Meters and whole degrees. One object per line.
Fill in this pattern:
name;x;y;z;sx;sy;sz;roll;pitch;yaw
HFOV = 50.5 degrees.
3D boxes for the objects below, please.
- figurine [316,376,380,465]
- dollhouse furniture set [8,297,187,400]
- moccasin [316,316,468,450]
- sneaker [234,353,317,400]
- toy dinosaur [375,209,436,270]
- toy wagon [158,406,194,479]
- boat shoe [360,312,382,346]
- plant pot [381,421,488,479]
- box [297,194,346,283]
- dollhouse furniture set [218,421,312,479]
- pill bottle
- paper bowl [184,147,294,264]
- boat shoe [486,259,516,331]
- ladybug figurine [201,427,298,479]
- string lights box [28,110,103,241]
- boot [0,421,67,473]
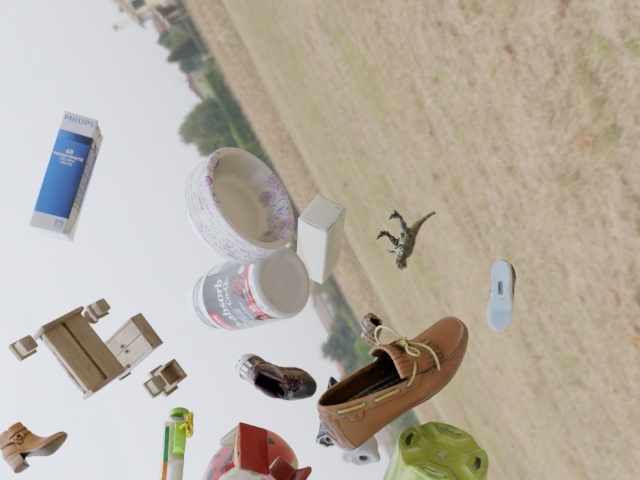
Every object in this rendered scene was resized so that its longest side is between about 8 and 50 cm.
figurine;0.092;0.537;2.031;0.215;0.092;0.209;37;-142;-24
dollhouse furniture set;-0.559;0.333;1.664;0.303;0.174;0.355;51;-151;3
moccasin;0.152;0.265;1.399;0.139;0.380;0.146;30;144;59
sneaker;-0.103;0.423;1.948;0.281;0.106;0.162;24;180;-31
toy dinosaur;0.240;-0.019;1.997;0.118;0.268;0.064;32;144;2
toy wagon;-0.366;0.553;1.705;0.267;0.068;0.344;-101;20;-49
boat shoe;0.160;0.254;2.025;0.064;0.060;0.178;33;-165;-5
plant pot;0.225;0.521;1.372;0.276;0.276;0.253;-122;37;-60
box;0.000;0.000;2.478;0.121;0.148;0.311;26;143;17
dollhouse furniture set;-0.060;0.507;1.225;0.201;0.152;0.374;25;-146;-27
pill bottle;-0.219;0.150;1.965;0.363;0.210;0.210;-20;102;45
paper bowl;-0.212;-0.074;1.669;0.284;0.148;0.284;34;-140;-35
boat shoe;0.475;0.143;1.753;0.083;0.065;0.183;10;-95;-61
ladybug figurine;-0.234;0.726;2.146;0.449;0.305;0.161;-41;-64;-77
string lights box;-0.553;-0.136;1.494;0.133;0.077;0.259;144;140;-75
boot;-0.942;0.644;2.209;0.152;0.197;0.072;40;145;32
